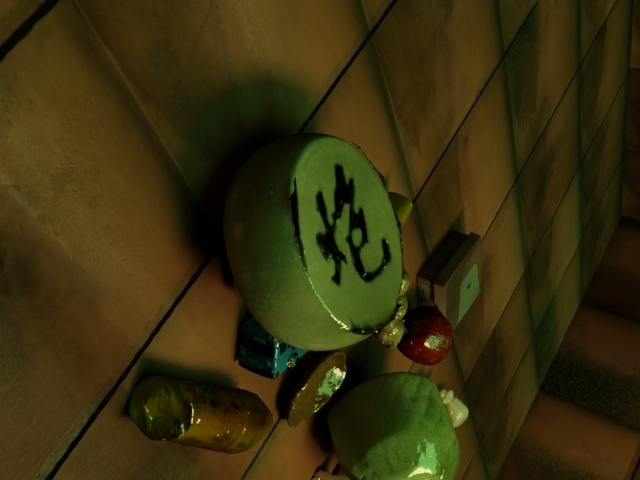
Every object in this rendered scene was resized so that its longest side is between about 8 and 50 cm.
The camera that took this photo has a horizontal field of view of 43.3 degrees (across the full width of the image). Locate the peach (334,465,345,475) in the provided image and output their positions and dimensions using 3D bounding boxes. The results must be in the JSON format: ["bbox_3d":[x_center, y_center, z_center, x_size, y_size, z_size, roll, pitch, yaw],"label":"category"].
[{"bbox_3d":[0.111,0.607,2.058,0.279,0.068,0.189,-15,122,-56],"label":"peach"}]

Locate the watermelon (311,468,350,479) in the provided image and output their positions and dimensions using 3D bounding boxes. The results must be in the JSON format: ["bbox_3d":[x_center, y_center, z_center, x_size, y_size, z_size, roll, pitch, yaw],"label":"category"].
[{"bbox_3d":[-0.003,0.602,1.886,0.155,0.080,0.101,-62,-175,-19],"label":"watermelon"}]

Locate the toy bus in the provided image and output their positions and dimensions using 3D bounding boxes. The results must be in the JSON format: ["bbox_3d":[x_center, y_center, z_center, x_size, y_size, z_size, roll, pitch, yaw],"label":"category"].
[{"bbox_3d":[-0.065,0.164,1.468,0.184,0.090,0.106,-34,134,-49],"label":"toy bus"}]

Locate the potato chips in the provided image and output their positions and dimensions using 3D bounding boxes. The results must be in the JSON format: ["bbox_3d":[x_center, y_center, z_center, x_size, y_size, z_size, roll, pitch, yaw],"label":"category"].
[{"bbox_3d":[-0.015,0.300,1.674,0.202,0.049,0.150,-46,147,-39],"label":"potato chips"}]

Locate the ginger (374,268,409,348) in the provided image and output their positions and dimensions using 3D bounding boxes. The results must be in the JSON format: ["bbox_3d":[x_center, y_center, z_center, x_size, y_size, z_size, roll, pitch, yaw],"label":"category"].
[{"bbox_3d":[0.160,0.147,1.847,0.104,0.080,0.204,-72,165,-54],"label":"ginger"}]

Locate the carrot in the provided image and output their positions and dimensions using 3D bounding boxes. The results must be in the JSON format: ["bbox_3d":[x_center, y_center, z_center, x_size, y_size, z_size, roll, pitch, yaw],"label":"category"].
[{"bbox_3d":[-0.181,0.288,1.326,0.302,0.114,0.114,33,78,-59],"label":"carrot"}]

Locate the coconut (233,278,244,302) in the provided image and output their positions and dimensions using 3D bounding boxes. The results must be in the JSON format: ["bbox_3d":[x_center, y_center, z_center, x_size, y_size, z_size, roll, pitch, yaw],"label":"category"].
[{"bbox_3d":[-0.081,0.070,1.358,0.124,0.110,0.110,26,85,-56],"label":"coconut"}]

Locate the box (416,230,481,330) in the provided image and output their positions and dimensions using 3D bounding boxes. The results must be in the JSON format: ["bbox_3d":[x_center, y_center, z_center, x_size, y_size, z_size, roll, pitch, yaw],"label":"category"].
[{"bbox_3d":[0.340,0.115,2.122,0.215,0.086,0.215,-48,144,-34],"label":"box"}]

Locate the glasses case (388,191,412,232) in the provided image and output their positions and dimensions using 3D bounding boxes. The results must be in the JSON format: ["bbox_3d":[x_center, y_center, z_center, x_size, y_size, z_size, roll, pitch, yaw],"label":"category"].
[{"bbox_3d":[0.111,0.001,1.674,0.234,0.079,0.064,-59,156,-20],"label":"glasses case"}]

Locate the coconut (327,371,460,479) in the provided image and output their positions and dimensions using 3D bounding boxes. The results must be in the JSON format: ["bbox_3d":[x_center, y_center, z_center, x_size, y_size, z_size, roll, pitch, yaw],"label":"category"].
[{"bbox_3d":[0.166,0.442,1.828,0.281,0.328,0.328,-46,158,22],"label":"coconut"}]

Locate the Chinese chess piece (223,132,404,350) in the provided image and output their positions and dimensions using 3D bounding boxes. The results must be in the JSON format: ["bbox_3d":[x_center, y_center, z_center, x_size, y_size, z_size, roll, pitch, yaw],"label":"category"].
[{"bbox_3d":[0.000,0.000,1.287,0.349,0.146,0.350,29,54,-50],"label":"Chinese chess piece"}]

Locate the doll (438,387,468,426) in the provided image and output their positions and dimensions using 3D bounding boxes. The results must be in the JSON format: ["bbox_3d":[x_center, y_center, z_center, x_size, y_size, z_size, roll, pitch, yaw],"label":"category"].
[{"bbox_3d":[0.288,0.556,2.240,0.423,0.161,0.348,-39,143,-51],"label":"doll"}]

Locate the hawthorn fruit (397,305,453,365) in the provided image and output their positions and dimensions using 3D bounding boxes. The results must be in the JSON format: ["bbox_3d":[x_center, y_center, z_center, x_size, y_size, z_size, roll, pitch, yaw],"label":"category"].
[{"bbox_3d":[0.243,0.231,1.982,0.172,0.148,0.148,13,96,-45],"label":"hawthorn fruit"}]
